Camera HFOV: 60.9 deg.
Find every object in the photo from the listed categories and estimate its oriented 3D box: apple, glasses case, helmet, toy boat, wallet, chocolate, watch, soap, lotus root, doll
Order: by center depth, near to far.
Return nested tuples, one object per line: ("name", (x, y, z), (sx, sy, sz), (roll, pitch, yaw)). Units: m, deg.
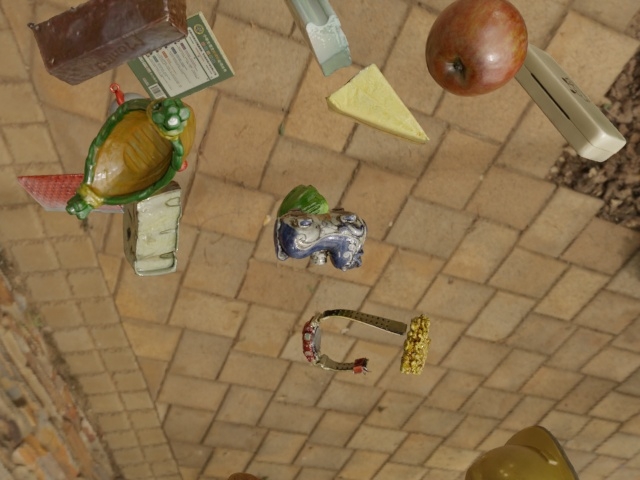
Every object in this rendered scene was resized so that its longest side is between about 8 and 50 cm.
("toy boat", (-0.188, -0.089, 0.554), (0.229, 0.088, 0.089), (-29, 107, 40))
("helmet", (0.295, 0.417, 0.861), (0.140, 0.257, 0.205), (15, 134, -18))
("apple", (0.297, -0.372, 1.054), (0.188, 0.174, 0.188), (30, 149, 20))
("wallet", (-0.496, -0.093, 1.086), (0.196, 0.020, 0.103), (1, 144, 18))
("chocolate", (-0.425, -0.418, 1.102), (0.320, 0.112, 0.112), (-15, 173, 14))
("glasses case", (0.555, -0.319, 1.246), (0.131, 0.313, 0.070), (2, 142, -41))
("lotus root", (-0.413, -0.036, 1.337), (0.118, 0.138, 0.235), (-7, 113, -35))
("watch", (0.083, 0.270, 1.435), (0.268, 0.102, 0.165), (10, 108, 11))
("soap", (-0.022, -0.627, 1.530), (0.095, 0.290, 0.173), (-26, 163, 3))
("doll", (-0.563, -0.348, 1.735), (0.199, 0.105, 0.337), (-25, 123, 8))
("lotus root", (-0.083, -0.076, 1.837), (0.186, 0.186, 0.186), (-4, 129, -4))

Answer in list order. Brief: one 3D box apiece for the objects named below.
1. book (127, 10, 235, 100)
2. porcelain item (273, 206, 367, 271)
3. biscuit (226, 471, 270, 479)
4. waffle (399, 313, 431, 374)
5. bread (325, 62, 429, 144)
("book", (-0.411, -0.514, 1.575), (0.263, 0.027, 0.202), (-20, 130, 12))
("porcelain item", (0.000, 0.000, 1.617), (0.287, 0.138, 0.187), (-4, 107, -21))
("biscuit", (-0.123, 0.611, 1.082), (0.365, 0.384, 0.063), (-9, 112, -56))
("waffle", (0.311, 0.331, 1.739), (0.070, 0.197, 0.193), (12, 172, 20))
("bread", (0.150, -0.324, 1.478), (0.163, 0.167, 0.264), (-36, 90, 6))
